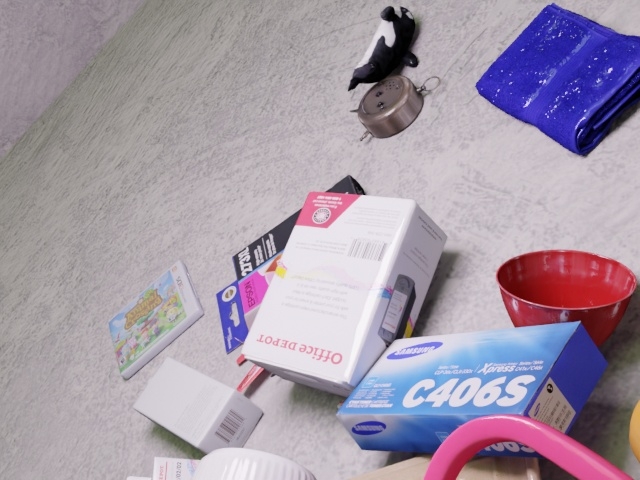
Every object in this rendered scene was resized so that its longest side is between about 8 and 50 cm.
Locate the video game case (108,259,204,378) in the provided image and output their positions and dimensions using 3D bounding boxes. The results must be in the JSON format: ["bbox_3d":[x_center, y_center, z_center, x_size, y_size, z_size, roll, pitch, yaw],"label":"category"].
[{"bbox_3d":[-0.346,0.160,1.911,0.212,0.023,0.193,-41,36,6],"label":"video game case"}]

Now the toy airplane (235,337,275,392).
[{"bbox_3d":[-0.108,0.206,1.632,0.151,0.028,0.151,-26,39,23],"label":"toy airplane"}]

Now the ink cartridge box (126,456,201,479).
[{"bbox_3d":[-0.210,0.398,1.421,0.104,0.181,0.061,-95,16,-47],"label":"ink cartridge box"}]

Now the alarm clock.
[{"bbox_3d":[0.153,-0.279,1.832,0.192,0.064,0.129,-24,40,21],"label":"alarm clock"}]

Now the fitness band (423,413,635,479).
[{"bbox_3d":[0.232,0.310,0.966,0.291,0.054,0.209,31,95,40],"label":"fitness band"}]

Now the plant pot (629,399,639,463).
[{"bbox_3d":[0.429,0.231,0.963,0.205,0.205,0.188,-44,21,1],"label":"plant pot"}]

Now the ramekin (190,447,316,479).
[{"bbox_3d":[-0.094,0.375,1.298,0.207,0.207,0.109,-12,50,36],"label":"ramekin"}]

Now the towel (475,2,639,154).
[{"bbox_3d":[0.420,-0.290,1.567,0.227,0.076,0.308,-43,36,0],"label":"towel"}]

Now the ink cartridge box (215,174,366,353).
[{"bbox_3d":[-0.059,0.044,1.719,0.371,0.069,0.176,-37,37,15],"label":"ink cartridge box"}]

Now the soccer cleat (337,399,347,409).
[{"bbox_3d":[0.054,0.268,1.413,0.083,0.029,0.036,6,55,42],"label":"soccer cleat"}]

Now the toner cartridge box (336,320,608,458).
[{"bbox_3d":[0.188,0.199,1.217,0.348,0.075,0.165,-15,25,52],"label":"toner cartridge box"}]

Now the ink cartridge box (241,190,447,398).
[{"bbox_3d":[0.040,0.086,1.470,0.226,0.131,0.306,9,70,40],"label":"ink cartridge box"}]

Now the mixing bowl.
[{"bbox_3d":[0.326,0.092,1.236,0.181,0.098,0.181,-3,23,1],"label":"mixing bowl"}]

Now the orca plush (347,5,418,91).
[{"bbox_3d":[0.155,-0.394,1.901,0.102,0.151,0.287,20,32,10],"label":"orca plush"}]

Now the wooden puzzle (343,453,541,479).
[{"bbox_3d":[0.143,0.421,1.143,0.348,0.080,0.322,-29,38,28],"label":"wooden puzzle"}]

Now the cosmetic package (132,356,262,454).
[{"bbox_3d":[-0.218,0.295,1.606,0.231,0.085,0.117,14,65,52],"label":"cosmetic package"}]
